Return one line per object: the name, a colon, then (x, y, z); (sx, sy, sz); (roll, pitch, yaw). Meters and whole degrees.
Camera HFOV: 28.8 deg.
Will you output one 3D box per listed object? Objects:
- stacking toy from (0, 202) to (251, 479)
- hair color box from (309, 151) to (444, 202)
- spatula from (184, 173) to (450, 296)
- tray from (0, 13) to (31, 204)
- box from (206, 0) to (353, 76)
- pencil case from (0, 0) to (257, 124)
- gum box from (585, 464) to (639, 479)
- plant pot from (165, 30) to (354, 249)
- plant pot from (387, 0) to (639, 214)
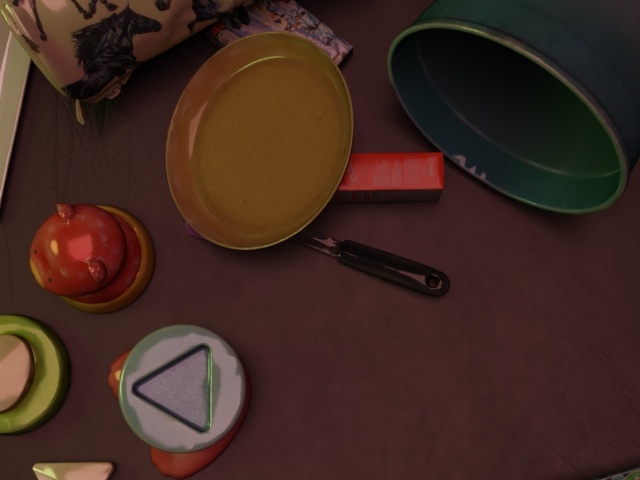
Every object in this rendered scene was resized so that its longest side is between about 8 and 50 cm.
stacking toy: (-0.241, 0.133, 1.287); (0.279, 0.130, 0.309); (-40, 83, -5)
hair color box: (0.060, -0.067, 1.339); (0.141, 0.072, 0.043); (-1, 81, 0)
spatula: (0.000, 0.000, 1.351); (0.296, 0.030, 0.084); (20, 80, 4)
tray: (-0.400, -0.163, 1.365); (0.145, 0.030, 0.271); (14, 82, -22)
box: (-0.045, -0.218, 1.386); (0.137, 0.027, 0.094); (40, 83, 6)
pencil case: (-0.129, -0.296, 1.315); (0.410, 0.160, 0.184); (-27, 125, 2)
gum box: (0.324, 0.329, 1.272); (0.156, 0.041, 0.184); (-11, 80, -16)
plant pot: (-0.061, -0.104, 1.324); (0.236, 0.032, 0.236); (-7, 76, 30)
plant pot: (0.251, -0.209, 1.274); (0.271, 0.272, 0.255); (35, 70, 6)
